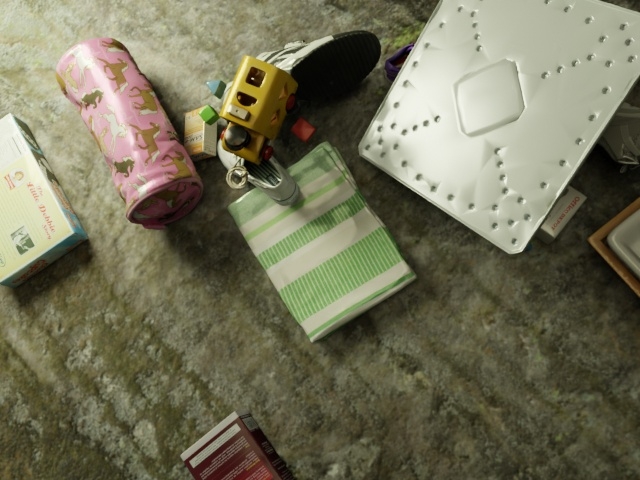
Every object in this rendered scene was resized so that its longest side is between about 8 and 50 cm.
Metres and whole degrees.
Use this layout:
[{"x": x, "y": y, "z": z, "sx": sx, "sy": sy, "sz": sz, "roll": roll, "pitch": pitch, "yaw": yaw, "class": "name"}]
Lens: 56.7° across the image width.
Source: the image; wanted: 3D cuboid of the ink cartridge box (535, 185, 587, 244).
[{"x": 0.391, "y": -0.073, "z": 1.074, "sx": 0.135, "sy": 0.056, "sz": 0.099, "roll": 38, "pitch": 85, "yaw": 15, "class": "ink cartridge box"}]

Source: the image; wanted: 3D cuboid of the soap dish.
[{"x": 0.629, "y": 0.001, "z": 0.988, "sx": 0.291, "sy": 0.118, "sz": 0.229, "roll": -38, "pitch": 75, "yaw": 0, "class": "soap dish"}]

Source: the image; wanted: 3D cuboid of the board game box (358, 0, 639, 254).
[{"x": 0.292, "y": -0.232, "z": 1.000, "sx": 0.390, "sy": 0.050, "sz": 0.390, "roll": 40, "pitch": 107, "yaw": 38, "class": "board game box"}]

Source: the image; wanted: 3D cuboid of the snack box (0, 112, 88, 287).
[{"x": -0.643, "y": -0.086, "z": 1.241, "sx": 0.187, "sy": 0.060, "sz": 0.322, "roll": -34, "pitch": 75, "yaw": 1, "class": "snack box"}]

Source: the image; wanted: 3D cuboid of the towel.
[{"x": 0.000, "y": 0.000, "z": 1.132, "sx": 0.248, "sy": 0.038, "sz": 0.325, "roll": -33, "pitch": 75, "yaw": 2, "class": "towel"}]

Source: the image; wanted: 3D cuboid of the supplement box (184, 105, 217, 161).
[{"x": -0.244, "y": -0.216, "z": 1.205, "sx": 0.062, "sy": 0.036, "sz": 0.098, "roll": -10, "pitch": 74, "yaw": 37, "class": "supplement box"}]

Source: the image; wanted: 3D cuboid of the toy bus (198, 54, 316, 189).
[{"x": -0.124, "y": -0.218, "z": 1.037, "sx": 0.191, "sy": 0.104, "sz": 0.202, "roll": -23, "pitch": 83, "yaw": 11, "class": "toy bus"}]

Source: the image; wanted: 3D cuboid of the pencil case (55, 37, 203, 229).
[{"x": -0.378, "y": -0.211, "z": 1.176, "sx": 0.160, "sy": 0.167, "sz": 0.386, "roll": -26, "pitch": 73, "yaw": -20, "class": "pencil case"}]

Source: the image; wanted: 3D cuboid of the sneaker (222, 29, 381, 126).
[{"x": -0.048, "y": -0.339, "z": 1.162, "sx": 0.330, "sy": 0.122, "sz": 0.146, "roll": -24, "pitch": 49, "yaw": 4, "class": "sneaker"}]

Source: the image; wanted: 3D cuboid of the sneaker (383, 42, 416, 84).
[{"x": 0.203, "y": -0.361, "z": 1.159, "sx": 0.170, "sy": 0.071, "sz": 0.068, "roll": -28, "pitch": 75, "yaw": 2, "class": "sneaker"}]

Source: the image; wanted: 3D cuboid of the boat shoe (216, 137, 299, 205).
[{"x": -0.128, "y": -0.155, "z": 1.144, "sx": 0.226, "sy": 0.076, "sz": 0.083, "roll": 35, "pitch": 81, "yaw": 28, "class": "boat shoe"}]

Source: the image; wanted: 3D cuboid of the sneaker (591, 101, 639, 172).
[{"x": 0.557, "y": -0.159, "z": 1.004, "sx": 0.281, "sy": 0.105, "sz": 0.115, "roll": 38, "pitch": 108, "yaw": 57, "class": "sneaker"}]

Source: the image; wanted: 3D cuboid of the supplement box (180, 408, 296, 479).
[{"x": -0.120, "y": 0.433, "z": 1.040, "sx": 0.130, "sy": 0.073, "sz": 0.239, "roll": -38, "pitch": 74, "yaw": 0, "class": "supplement box"}]
